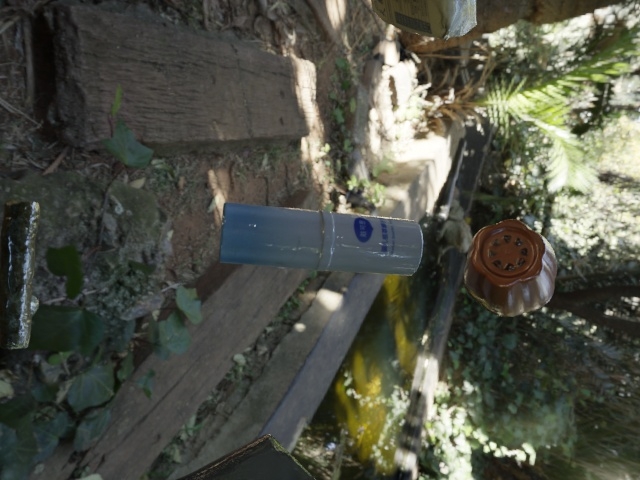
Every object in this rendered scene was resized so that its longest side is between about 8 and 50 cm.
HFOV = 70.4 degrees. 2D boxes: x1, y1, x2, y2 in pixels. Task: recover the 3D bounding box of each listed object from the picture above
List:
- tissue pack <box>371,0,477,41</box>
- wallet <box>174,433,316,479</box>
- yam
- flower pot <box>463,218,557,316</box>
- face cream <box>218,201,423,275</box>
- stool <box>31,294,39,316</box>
[{"bbox_3d":[0.138,-0.417,0.654,0.090,0.186,0.222,-37,140,-9],"label":"tissue pack"},{"bbox_3d":[-0.109,0.389,0.700,0.044,0.149,0.250,-61,155,9],"label":"wallet"},{"bbox_3d":[-0.558,0.060,0.837,0.061,0.061,0.275,6,86,-66],"label":"yam"},{"bbox_3d":[0.371,0.043,0.897,0.173,0.190,0.191,41,63,-61],"label":"flower pot"},{"bbox_3d":[0.000,0.000,0.578,0.077,0.249,0.078,-176,-90,-78],"label":"face cream"},{"bbox_3d":[-0.841,0.177,1.130,0.139,0.153,0.228,-56,177,39],"label":"stool"}]
